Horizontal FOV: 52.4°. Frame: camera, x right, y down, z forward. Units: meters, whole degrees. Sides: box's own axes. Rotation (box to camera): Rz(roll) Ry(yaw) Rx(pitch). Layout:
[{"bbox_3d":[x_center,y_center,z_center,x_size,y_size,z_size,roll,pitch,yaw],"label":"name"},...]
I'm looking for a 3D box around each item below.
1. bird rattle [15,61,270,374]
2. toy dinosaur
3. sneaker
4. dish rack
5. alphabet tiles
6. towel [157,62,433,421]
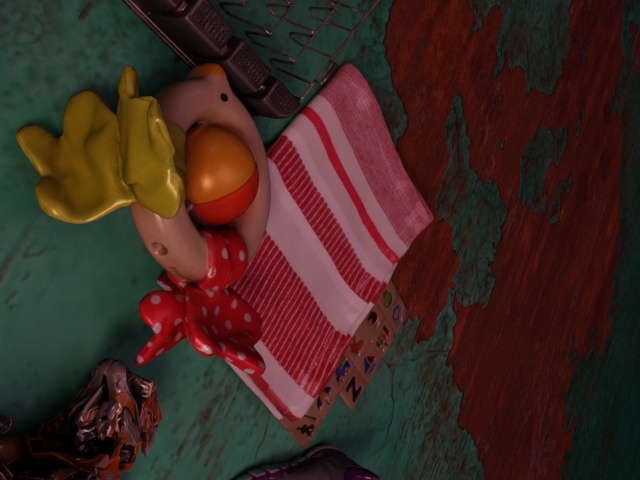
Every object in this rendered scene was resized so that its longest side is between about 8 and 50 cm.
[{"bbox_3d":[-0.091,-0.027,0.517,0.254,0.143,0.207,59,40,-30],"label":"bird rattle"},{"bbox_3d":[-0.219,0.221,0.423,0.218,0.164,0.322,67,26,-52],"label":"toy dinosaur"},{"bbox_3d":[-0.021,0.282,0.689,0.223,0.098,0.083,-14,107,-48],"label":"sneaker"},{"bbox_3d":[-0.022,-0.255,0.557,0.272,0.074,0.208,-53,136,-4],"label":"dish rack"},{"bbox_3d":[0.017,0.116,0.774,0.237,0.009,0.198,-54,133,-28],"label":"alphabet tiles"},{"bbox_3d":[0.000,0.000,0.703,0.329,0.037,0.237,-54,128,-28],"label":"towel"}]
